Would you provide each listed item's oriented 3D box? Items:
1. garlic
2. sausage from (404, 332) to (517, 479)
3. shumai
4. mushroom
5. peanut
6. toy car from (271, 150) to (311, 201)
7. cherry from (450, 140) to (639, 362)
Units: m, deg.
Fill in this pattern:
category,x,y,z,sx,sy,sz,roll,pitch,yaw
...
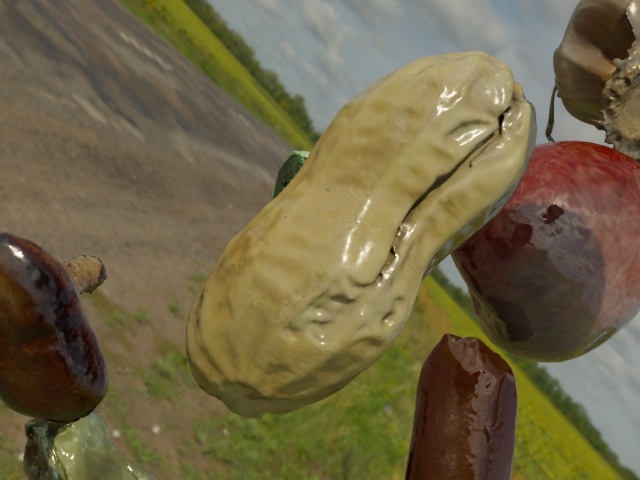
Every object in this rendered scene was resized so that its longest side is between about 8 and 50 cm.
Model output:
category,x,y,z,sx,sy,sz,roll,pitch,yaw
garlic,0.338,-0.162,1.087,0.207,0.257,0.207,19,45,-21
sausage,0.130,0.268,0.913,0.094,0.348,0.097,11,-4,-43
shumai,-0.308,0.347,1.256,0.260,0.222,0.225,15,16,14
mushroom,-0.297,0.058,1.010,0.217,0.148,0.227,-78,160,-59
peanut,0.026,-0.005,0.607,0.130,0.290,0.130,39,-4,3
toy car,0.000,0.000,0.766,0.058,0.093,0.186,7,42,-24
cherry,0.256,0.008,0.966,0.239,0.239,0.206,46,22,-19
